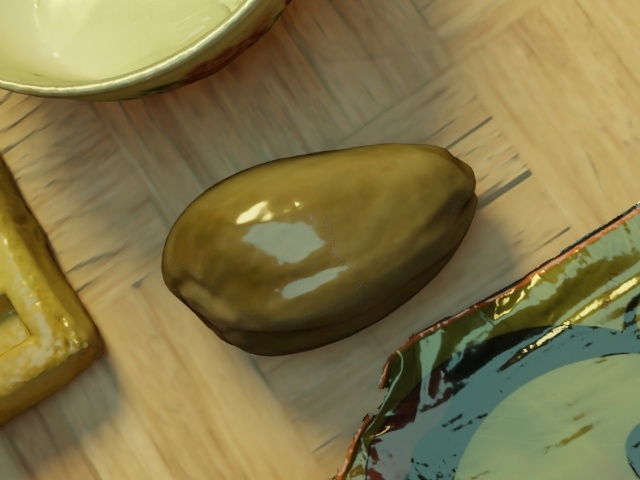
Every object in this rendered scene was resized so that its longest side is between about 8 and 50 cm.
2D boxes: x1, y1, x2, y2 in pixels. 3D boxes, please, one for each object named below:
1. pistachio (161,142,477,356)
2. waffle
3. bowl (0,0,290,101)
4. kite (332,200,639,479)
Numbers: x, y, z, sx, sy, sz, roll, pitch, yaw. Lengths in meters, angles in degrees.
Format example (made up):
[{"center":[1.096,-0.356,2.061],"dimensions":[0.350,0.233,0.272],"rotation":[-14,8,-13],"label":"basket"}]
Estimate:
[{"center":[0.000,0.000,0.693],"dimensions":[0.185,0.126,0.108],"rotation":[-15,123,6],"label":"pistachio"},{"center":[-0.284,0.027,0.767],"dimensions":[0.221,0.055,0.248],"rotation":[-34,78,6],"label":"waffle"},{"center":[-0.116,-0.204,0.716],"dimensions":[0.277,0.145,0.277],"rotation":[-2,82,13],"label":"bowl"},{"center":[0.171,0.156,0.681],"dimensions":[0.328,0.013,0.377],"rotation":[18,87,13],"label":"kite"}]
